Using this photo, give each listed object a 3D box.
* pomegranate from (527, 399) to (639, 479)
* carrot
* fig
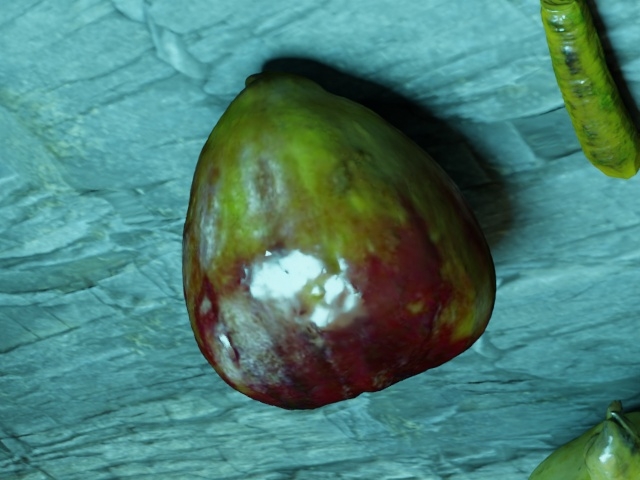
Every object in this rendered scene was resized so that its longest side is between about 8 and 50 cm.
[{"bbox_3d":[0.314,0.284,1.141,0.343,0.342,0.342,9,145,6],"label":"pomegranate"},{"bbox_3d":[0.181,-0.104,0.866,0.042,0.042,0.170,-6,139,25],"label":"carrot"},{"bbox_3d":[0.004,0.012,0.943,0.224,0.224,0.263,-11,138,31],"label":"fig"}]
